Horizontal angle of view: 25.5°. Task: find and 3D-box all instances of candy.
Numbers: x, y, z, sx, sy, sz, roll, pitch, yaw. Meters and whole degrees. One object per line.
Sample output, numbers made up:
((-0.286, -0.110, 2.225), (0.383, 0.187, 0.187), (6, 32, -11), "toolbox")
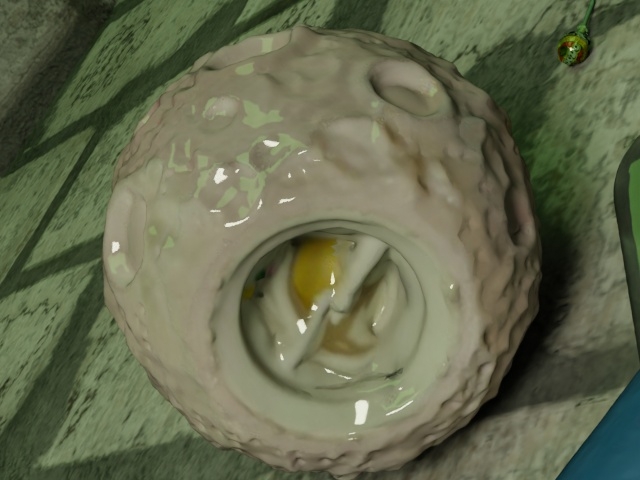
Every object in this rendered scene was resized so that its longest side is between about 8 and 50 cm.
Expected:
((0.190, -0.154, 1.035), (0.023, 0.025, 0.083), (-1, 35, 24), "candy")

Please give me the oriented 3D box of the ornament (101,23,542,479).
((0.000, 0.000, 0.821), (0.259, 0.259, 0.225), (-43, 18, 14), "ornament")

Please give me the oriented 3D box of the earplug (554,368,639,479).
((0.159, 0.103, 0.555), (0.273, 0.132, 0.132), (-52, 23, -17), "earplug")

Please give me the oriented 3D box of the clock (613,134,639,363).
((0.241, 0.048, 0.440), (0.273, 0.049, 0.279), (-17, 56, 25), "clock")
